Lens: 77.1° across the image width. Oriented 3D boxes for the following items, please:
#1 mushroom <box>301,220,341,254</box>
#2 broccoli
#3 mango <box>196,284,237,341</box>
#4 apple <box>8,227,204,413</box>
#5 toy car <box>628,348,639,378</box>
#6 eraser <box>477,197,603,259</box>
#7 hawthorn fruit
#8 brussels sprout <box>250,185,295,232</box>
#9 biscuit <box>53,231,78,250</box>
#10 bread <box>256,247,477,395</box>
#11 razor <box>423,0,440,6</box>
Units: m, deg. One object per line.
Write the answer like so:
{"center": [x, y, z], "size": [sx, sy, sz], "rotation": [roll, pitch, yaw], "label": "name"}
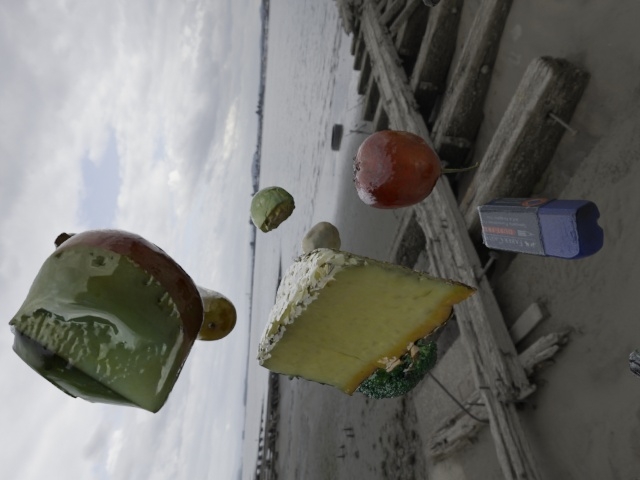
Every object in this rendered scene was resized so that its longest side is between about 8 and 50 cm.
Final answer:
{"center": [0.000, 0.000, 1.388], "size": [0.122, 0.154, 0.154], "rotation": [48, 140, 40], "label": "mushroom"}
{"center": [0.167, 0.291, 1.093], "size": [0.269, 0.254, 0.268], "rotation": [43, 141, 50], "label": "broccoli"}
{"center": [-0.247, 0.141, 0.820], "size": [0.195, 0.130, 0.091], "rotation": [29, 117, 55], "label": "mango"}
{"center": [-0.235, 0.091, 0.471], "size": [0.207, 0.188, 0.173], "rotation": [-53, 19, 23], "label": "apple"}
{"center": [0.790, 0.314, 0.980], "size": [0.055, 0.142, 0.069], "rotation": [-48, 46, 7], "label": "toy car"}
{"center": [0.595, -0.037, 1.127], "size": [0.332, 0.102, 0.154], "rotation": [17, 127, 67], "label": "eraser"}
{"center": [0.204, -0.134, 0.799], "size": [0.165, 0.286, 0.165], "rotation": [-177, 90, -77], "label": "hawthorn fruit"}
{"center": [-0.168, -0.110, 1.296], "size": [0.151, 0.122, 0.149], "rotation": [-43, -20, -22], "label": "brussels sprout"}
{"center": [-0.456, 0.078, 0.743], "size": [0.118, 0.061, 0.182], "rotation": [13, -98, -61], "label": "biscuit"}
{"center": [0.047, 0.152, 0.653], "size": [0.315, 0.249, 0.278], "rotation": [-172, 103, -83], "label": "bread"}
{"center": [0.240, -0.563, 0.861], "size": [0.148, 0.054, 0.090], "rotation": [-24, -44, -62], "label": "razor"}
